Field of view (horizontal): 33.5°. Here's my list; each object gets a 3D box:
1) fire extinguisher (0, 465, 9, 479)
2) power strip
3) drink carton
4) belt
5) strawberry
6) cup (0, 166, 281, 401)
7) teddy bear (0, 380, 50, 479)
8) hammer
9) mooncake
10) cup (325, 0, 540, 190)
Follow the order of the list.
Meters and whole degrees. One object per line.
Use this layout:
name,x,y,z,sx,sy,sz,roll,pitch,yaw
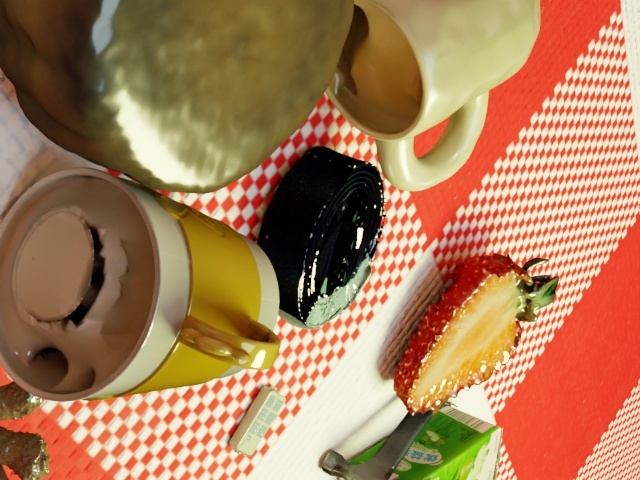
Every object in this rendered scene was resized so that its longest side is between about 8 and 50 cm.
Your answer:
fire extinguisher,-0.278,0.298,0.968,0.071,0.099,0.231,-48,138,-40
power strip,-0.074,0.214,1.258,0.090,0.016,0.040,-58,145,-9
drink carton,0.142,0.362,1.550,0.271,0.108,0.161,-21,124,-43
belt,0.000,0.000,1.169,0.151,0.078,0.198,7,103,-58
strawberry,0.198,0.113,1.479,0.286,0.106,0.188,-37,134,-14
cup,-0.131,0.056,0.908,0.226,0.241,0.185,15,98,-61
teddy bear,-0.311,0.158,0.878,0.160,0.078,0.119,-7,104,-26
hammer,0.137,0.254,1.481,0.290,0.137,0.037,-43,148,-41
mooncake,-0.119,-0.186,0.830,0.290,0.161,0.290,-31,135,-37
cup,0.130,-0.182,1.110,0.202,0.173,0.255,-35,110,-33
